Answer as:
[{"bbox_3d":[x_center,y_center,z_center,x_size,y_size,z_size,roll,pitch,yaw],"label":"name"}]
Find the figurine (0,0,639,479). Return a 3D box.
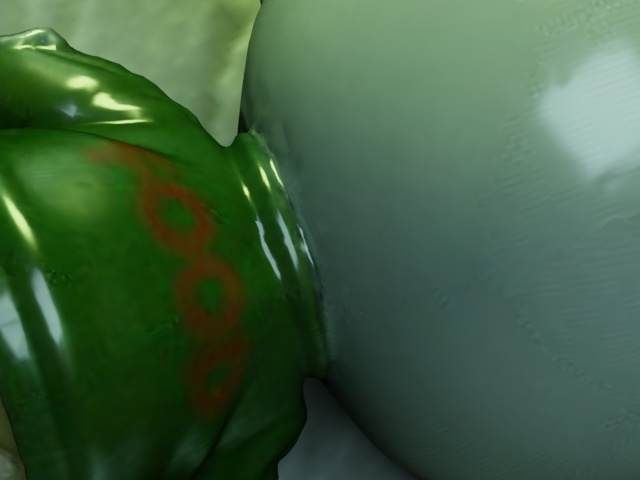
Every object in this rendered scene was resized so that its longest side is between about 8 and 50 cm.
[{"bbox_3d":[0.000,0.000,0.404,0.370,0.167,0.281,-17,85,-9],"label":"figurine"}]
